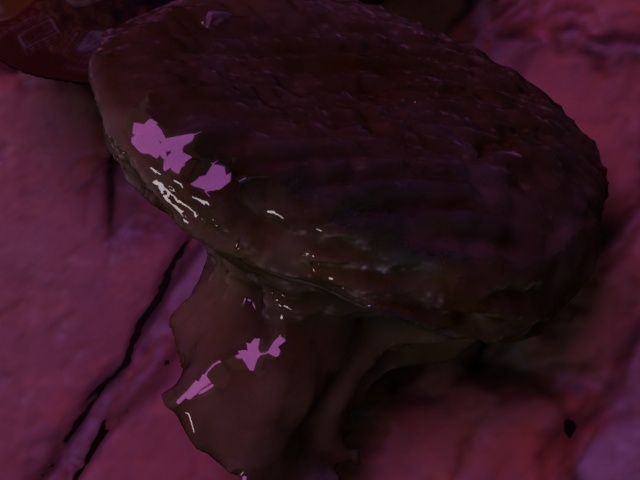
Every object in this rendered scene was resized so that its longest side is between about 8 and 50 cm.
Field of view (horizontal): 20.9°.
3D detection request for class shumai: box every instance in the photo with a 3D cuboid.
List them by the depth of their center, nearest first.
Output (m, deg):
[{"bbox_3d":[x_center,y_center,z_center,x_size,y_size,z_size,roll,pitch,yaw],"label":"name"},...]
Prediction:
[{"bbox_3d":[0.000,0.000,0.677,0.161,0.209,0.153,-118,42,-51],"label":"shumai"}]

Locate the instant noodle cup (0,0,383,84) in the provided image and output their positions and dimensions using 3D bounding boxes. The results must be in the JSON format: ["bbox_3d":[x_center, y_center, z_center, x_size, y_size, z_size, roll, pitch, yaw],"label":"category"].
[{"bbox_3d":[-0.041,-0.157,0.837,0.274,0.091,0.274,-13,52,17],"label":"instant noodle cup"}]
